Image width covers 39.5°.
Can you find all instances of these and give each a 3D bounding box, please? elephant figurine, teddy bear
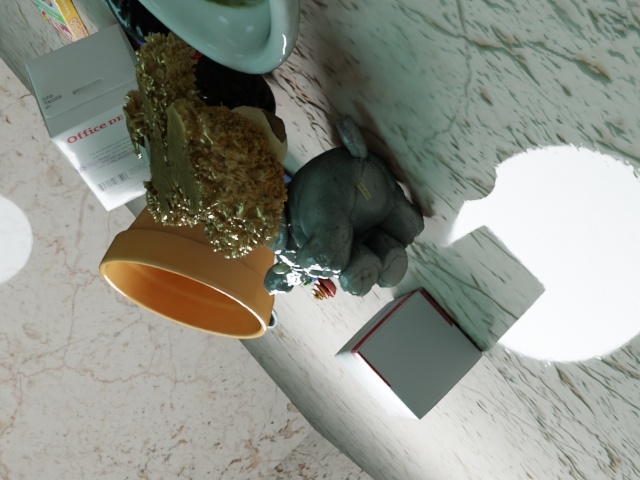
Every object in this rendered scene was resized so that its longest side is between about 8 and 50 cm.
[{"bbox_3d":[-0.016,-0.028,1.021,0.169,0.186,0.239,29,171,-36],"label":"elephant figurine"},{"bbox_3d":[-0.121,-0.090,0.929,0.245,0.113,0.338,69,160,4],"label":"teddy bear"}]

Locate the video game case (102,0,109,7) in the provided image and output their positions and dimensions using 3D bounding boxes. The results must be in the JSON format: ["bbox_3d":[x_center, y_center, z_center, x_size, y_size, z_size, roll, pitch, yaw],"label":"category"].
[{"bbox_3d":[-0.294,-0.354,1.286,0.166,0.015,0.119,45,167,12],"label":"video game case"}]

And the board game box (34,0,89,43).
[{"bbox_3d":[-0.491,-0.450,1.592,0.124,0.039,0.259,42,163,20],"label":"board game box"}]

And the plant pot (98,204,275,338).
[{"bbox_3d":[-0.194,0.014,1.492,0.291,0.203,0.291,17,157,7],"label":"plant pot"}]

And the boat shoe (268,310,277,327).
[{"bbox_3d":[-0.183,0.149,2.291,0.081,0.079,0.227,19,155,46],"label":"boat shoe"}]

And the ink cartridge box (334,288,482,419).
[{"bbox_3d":[0.117,0.162,1.250,0.128,0.127,0.176,47,167,0],"label":"ink cartridge box"}]

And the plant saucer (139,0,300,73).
[{"bbox_3d":[-0.133,-0.318,0.700,0.400,0.100,0.400,44,167,13],"label":"plant saucer"}]

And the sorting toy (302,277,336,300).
[{"bbox_3d":[-0.017,0.070,1.592,0.102,0.042,0.061,46,167,7],"label":"sorting toy"}]

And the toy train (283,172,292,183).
[{"bbox_3d":[-0.068,-0.060,1.304,0.184,0.080,0.105,41,160,25],"label":"toy train"}]

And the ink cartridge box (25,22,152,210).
[{"bbox_3d":[-0.345,-0.201,1.474,0.168,0.171,0.232,61,175,29],"label":"ink cartridge box"}]

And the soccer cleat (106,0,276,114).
[{"bbox_3d":[-0.169,-0.247,1.022,0.116,0.109,0.318,36,166,53],"label":"soccer cleat"}]
